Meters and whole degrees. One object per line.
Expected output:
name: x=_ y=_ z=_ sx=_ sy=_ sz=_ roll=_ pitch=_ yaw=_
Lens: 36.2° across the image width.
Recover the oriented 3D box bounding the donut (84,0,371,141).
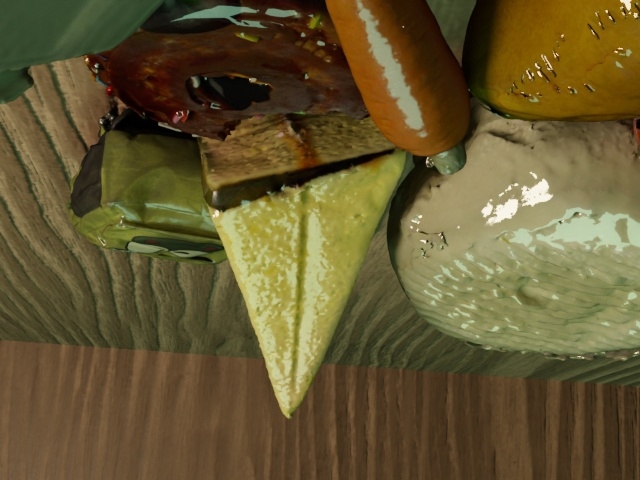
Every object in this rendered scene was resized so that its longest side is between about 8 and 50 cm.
donut: x=-0.061 y=-0.153 z=0.719 sx=0.230 sy=0.096 sz=0.216 roll=-9 pitch=159 yaw=35

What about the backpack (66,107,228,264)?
backpack: x=-0.166 y=-0.050 z=1.040 sx=0.206 sy=0.140 sz=0.253 roll=11 pitch=169 yaw=-26

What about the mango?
mango: x=0.188 y=-0.146 z=0.592 sx=0.248 sy=0.151 sz=0.156 roll=-19 pitch=-173 yaw=46

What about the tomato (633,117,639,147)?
tomato: x=0.321 y=-0.093 z=0.625 sx=0.236 sy=0.095 sz=0.237 roll=-33 pitch=-172 yaw=5

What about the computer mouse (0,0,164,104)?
computer mouse: x=-0.242 y=-0.179 z=0.469 sx=0.428 sy=0.145 sz=0.228 roll=-15 pitch=155 yaw=-43

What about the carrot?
carrot: x=0.022 y=-0.160 z=0.587 sx=0.069 sy=0.069 sz=0.336 roll=-6 pitch=135 yaw=30

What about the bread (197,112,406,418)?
bread: x=-0.001 y=0.003 z=0.887 sx=0.163 sy=0.168 sz=0.264 roll=-17 pitch=126 yaw=-3

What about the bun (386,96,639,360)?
bun: x=0.228 y=-0.029 z=0.895 sx=0.359 sy=0.211 sz=0.360 roll=6 pitch=158 yaw=2
